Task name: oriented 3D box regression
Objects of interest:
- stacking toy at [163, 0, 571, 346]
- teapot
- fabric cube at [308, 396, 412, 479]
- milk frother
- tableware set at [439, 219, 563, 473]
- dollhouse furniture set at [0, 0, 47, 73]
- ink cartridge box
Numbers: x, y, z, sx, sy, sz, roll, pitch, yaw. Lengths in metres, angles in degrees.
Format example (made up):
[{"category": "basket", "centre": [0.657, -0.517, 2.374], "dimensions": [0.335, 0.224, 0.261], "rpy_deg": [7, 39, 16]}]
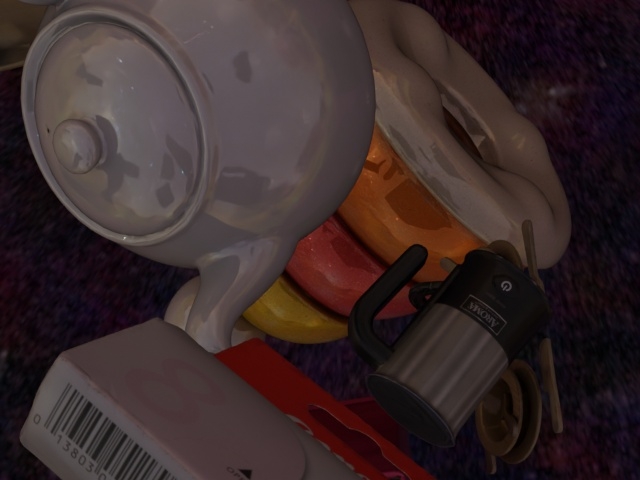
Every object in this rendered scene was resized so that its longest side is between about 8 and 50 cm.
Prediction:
[{"category": "stacking toy", "centre": [0.000, 0.000, 1.638], "dimensions": [0.480, 0.351, 0.350], "rpy_deg": [-40, 100, 22]}, {"category": "teapot", "centre": [-0.103, -0.090, 0.962], "dimensions": [0.256, 0.187, 0.253], "rpy_deg": [27, 121, 25]}, {"category": "fabric cube", "centre": [-0.032, 0.294, 1.241], "dimensions": [0.254, 0.258, 0.259], "rpy_deg": [-11, 97, 3]}, {"category": "milk frother", "centre": [0.094, 0.087, 1.184], "dimensions": [0.129, 0.143, 0.135], "rpy_deg": [32, 68, 25]}, {"category": "tableware set", "centre": [0.143, 0.090, 1.252], "dimensions": [0.039, 0.128, 0.194], "rpy_deg": [6, 63, -22]}, {"category": "dollhouse furniture set", "centre": [-0.173, -0.267, 1.335], "dimensions": [0.286, 0.303, 0.198], "rpy_deg": [-12, 64, 19]}, {"category": "ink cartridge box", "centre": [-0.006, 0.106, 0.725], "dimensions": [0.189, 0.232, 0.066], "rpy_deg": [38, 116, 15]}]
